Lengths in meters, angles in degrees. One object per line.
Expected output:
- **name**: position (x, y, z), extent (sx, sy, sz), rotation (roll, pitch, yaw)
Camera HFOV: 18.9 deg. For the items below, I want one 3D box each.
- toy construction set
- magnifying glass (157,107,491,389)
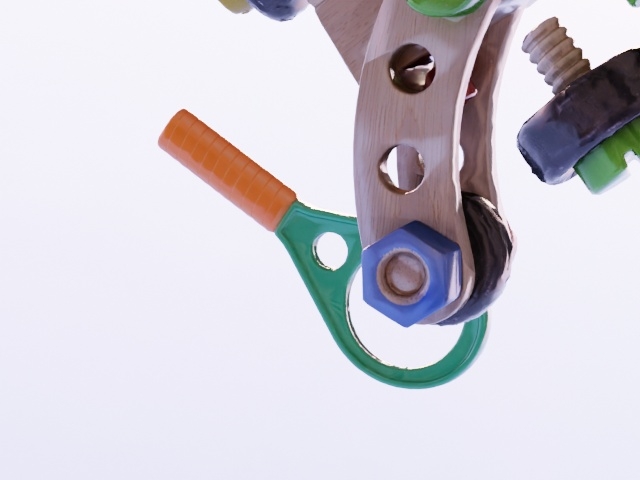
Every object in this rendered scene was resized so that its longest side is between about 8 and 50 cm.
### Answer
- **toy construction set**: position (0.095, -0.135, 0.792), extent (0.309, 0.257, 0.237), rotation (-25, -103, -45)
- **magnifying glass**: position (0.000, 0.000, 1.125), extent (0.231, 0.092, 0.026), rotation (37, -164, 11)
